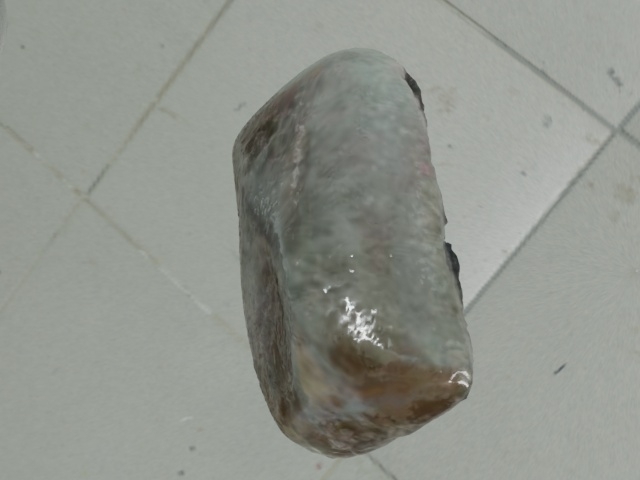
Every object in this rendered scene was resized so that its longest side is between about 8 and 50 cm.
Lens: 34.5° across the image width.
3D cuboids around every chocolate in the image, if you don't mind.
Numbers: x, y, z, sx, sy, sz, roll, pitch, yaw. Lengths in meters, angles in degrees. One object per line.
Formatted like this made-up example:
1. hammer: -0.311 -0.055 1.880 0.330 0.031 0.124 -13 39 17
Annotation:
1. chocolate: 0.000 0.000 0.751 0.185 0.101 0.303 -39 48 43

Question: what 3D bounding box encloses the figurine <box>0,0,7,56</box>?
1. figurine: -0.382 -0.272 0.971 0.261 0.186 0.381 55 138 30
